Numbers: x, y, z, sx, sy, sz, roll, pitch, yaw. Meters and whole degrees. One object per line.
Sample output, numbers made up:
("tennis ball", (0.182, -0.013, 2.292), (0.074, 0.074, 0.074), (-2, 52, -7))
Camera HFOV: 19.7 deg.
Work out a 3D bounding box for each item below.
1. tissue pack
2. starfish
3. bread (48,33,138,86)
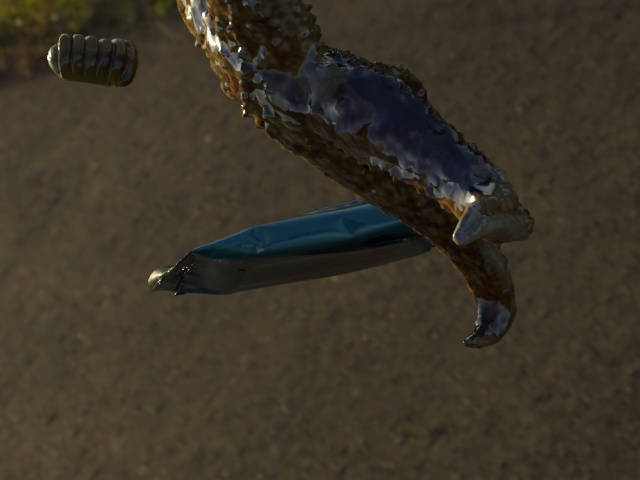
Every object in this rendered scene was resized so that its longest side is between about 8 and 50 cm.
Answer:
("tissue pack", (0.000, 0.000, 0.758), (0.138, 0.028, 0.085), (-12, -9, -13))
("starfish", (-0.006, -0.055, 0.566), (0.057, 0.238, 0.213), (-46, 56, 1))
("bread", (-0.221, -0.177, 1.796), (0.033, 0.088, 0.049), (176, 102, -78))
